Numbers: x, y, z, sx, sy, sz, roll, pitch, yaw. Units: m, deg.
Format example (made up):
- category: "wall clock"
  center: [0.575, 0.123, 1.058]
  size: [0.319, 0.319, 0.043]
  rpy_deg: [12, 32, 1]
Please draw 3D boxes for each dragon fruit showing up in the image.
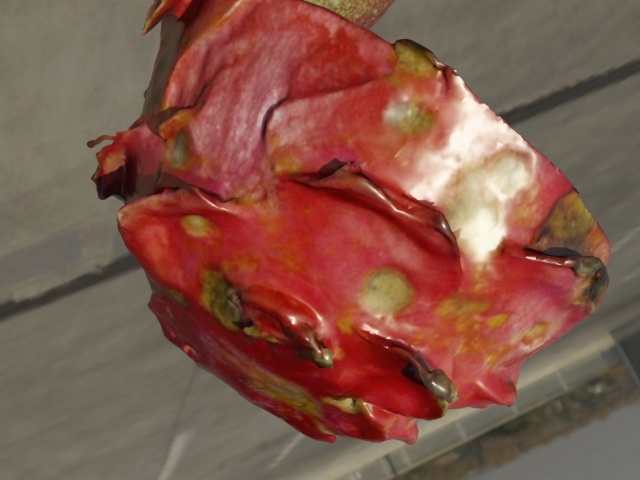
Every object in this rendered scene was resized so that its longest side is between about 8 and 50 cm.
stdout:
- category: "dragon fruit"
  center: [0.000, 0.000, 0.779]
  size: [0.249, 0.386, 0.371]
  rpy_deg: [-57, -168, -10]

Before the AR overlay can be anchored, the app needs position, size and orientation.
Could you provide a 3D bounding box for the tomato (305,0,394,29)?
- category: "tomato"
  center: [-0.041, -0.337, 1.170]
  size: [0.239, 0.303, 0.303]
  rpy_deg: [-48, 161, 16]
